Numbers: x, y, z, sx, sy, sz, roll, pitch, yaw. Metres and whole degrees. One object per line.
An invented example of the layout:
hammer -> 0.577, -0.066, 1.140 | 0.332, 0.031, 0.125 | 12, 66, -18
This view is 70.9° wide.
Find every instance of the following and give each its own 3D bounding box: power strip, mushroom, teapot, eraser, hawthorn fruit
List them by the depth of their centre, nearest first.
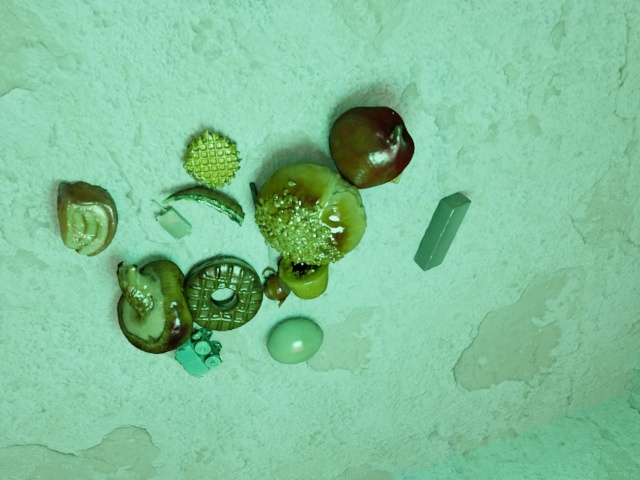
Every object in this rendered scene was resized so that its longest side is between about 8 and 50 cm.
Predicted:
hawthorn fruit -> 0.182, -0.319, 1.563 | 0.295, 0.311, 0.295 | -24, 127, -36
power strip -> -0.544, -0.077, 1.625 | 0.075, 0.042, 0.175 | -37, 120, 5
mushroom -> -0.623, 0.241, 1.629 | 0.345, 0.345, 0.259 | -53, 154, 14
teapot -> -0.190, 0.195, 1.847 | 0.116, 0.116, 0.173 | -27, 95, -1
eraser -> 0.516, -0.036, 1.921 | 0.077, 0.111, 0.353 | 11, 113, -23

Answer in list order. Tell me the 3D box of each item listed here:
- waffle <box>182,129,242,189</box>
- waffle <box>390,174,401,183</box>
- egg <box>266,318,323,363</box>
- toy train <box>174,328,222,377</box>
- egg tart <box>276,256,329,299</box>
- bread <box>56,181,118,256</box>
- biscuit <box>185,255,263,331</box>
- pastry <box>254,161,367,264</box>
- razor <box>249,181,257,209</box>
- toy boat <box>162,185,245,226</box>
waffle -> -0.375, -0.276, 1.556 | 0.193, 0.070, 0.197 | 24, 111, -26
waffle -> 0.263, -0.277, 1.769 | 0.134, 0.021, 0.092 | 10, 114, -21
egg -> -0.108, 0.434, 1.942 | 0.253, 0.186, 0.187 | -15, 120, -8
toy train -> -0.510, 0.470, 1.891 | 0.162, 0.112, 0.203 | -23, 121, 4
egg tart -> -0.059, 0.132, 1.796 | 0.215, 0.215, 0.171 | -18, 131, -6
bread -> -0.783, -0.063, 1.517 | 0.190, 0.123, 0.244 | 2, 118, -19
biscuit -> -0.387, 0.219, 1.795 | 0.331, 0.103, 0.332 | -7, 118, -14
pastry -> -0.042, -0.079, 1.590 | 0.409, 0.245, 0.410 | 13, 134, 14
razor -> -0.238, -0.128, 1.696 | 0.066, 0.033, 0.190 | -45, 131, -45
toy boat -> -0.404, -0.134, 1.604 | 0.292, 0.108, 0.099 | 18, 85, -25
